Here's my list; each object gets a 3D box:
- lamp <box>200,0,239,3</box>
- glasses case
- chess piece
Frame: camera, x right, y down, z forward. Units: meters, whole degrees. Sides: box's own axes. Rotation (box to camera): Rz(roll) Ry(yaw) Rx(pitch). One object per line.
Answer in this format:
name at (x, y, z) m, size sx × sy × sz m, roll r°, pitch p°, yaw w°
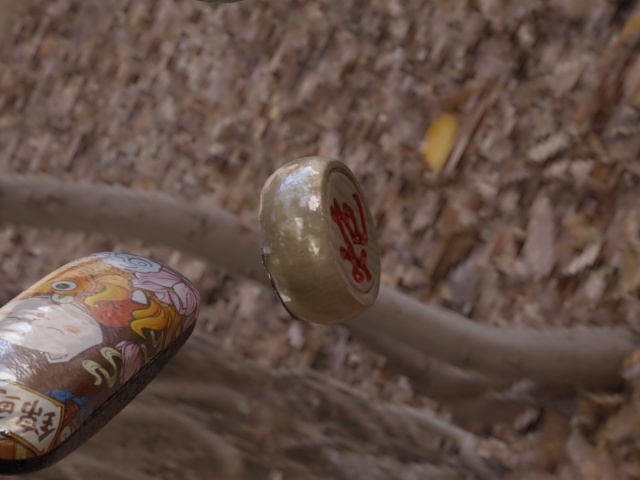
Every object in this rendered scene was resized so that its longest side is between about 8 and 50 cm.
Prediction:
lamp at (-0.040, -0.202, 1.153) m, size 0.106 × 0.106 × 0.193 m, roll -58°, pitch -22°, yaw 18°
glasses case at (-0.208, 0.094, 1.468) m, size 0.321 × 0.122 × 0.082 m, roll -44°, pitch -28°, yaw -57°
chess piece at (0.000, 0.000, 0.881) m, size 0.038 × 0.083 × 0.084 m, roll -12°, pitch 47°, yaw 21°
